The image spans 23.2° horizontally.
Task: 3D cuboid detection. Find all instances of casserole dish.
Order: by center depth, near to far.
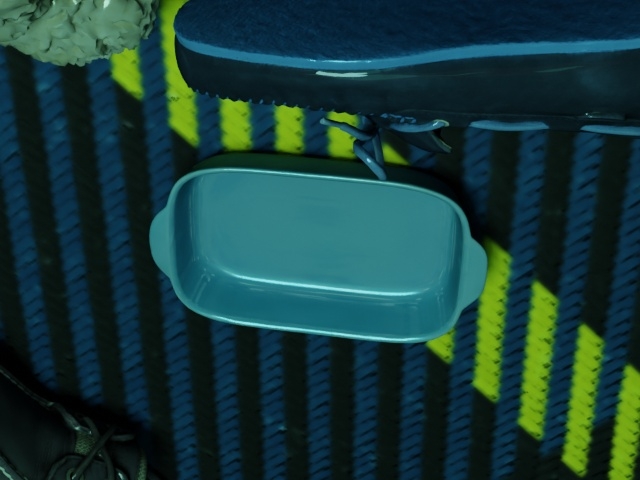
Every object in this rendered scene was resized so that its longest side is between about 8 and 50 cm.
[{"bbox_3d":[0.000,0.000,0.875,0.188,0.037,0.114,6,129,6],"label":"casserole dish"}]

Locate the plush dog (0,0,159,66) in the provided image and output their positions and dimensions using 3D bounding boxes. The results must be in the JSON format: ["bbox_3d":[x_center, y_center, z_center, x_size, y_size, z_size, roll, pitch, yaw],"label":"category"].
[{"bbox_3d":[-0.115,-0.203,0.654,0.225,0.210,0.262,-43,113,9],"label":"plush dog"}]

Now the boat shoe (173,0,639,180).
[{"bbox_3d":[0.056,-0.075,0.763,0.258,0.109,0.089,5,132,8],"label":"boat shoe"}]

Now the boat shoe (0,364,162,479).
[{"bbox_3d":[-0.149,0.155,0.988,0.092,0.103,0.285,-22,125,19],"label":"boat shoe"}]
